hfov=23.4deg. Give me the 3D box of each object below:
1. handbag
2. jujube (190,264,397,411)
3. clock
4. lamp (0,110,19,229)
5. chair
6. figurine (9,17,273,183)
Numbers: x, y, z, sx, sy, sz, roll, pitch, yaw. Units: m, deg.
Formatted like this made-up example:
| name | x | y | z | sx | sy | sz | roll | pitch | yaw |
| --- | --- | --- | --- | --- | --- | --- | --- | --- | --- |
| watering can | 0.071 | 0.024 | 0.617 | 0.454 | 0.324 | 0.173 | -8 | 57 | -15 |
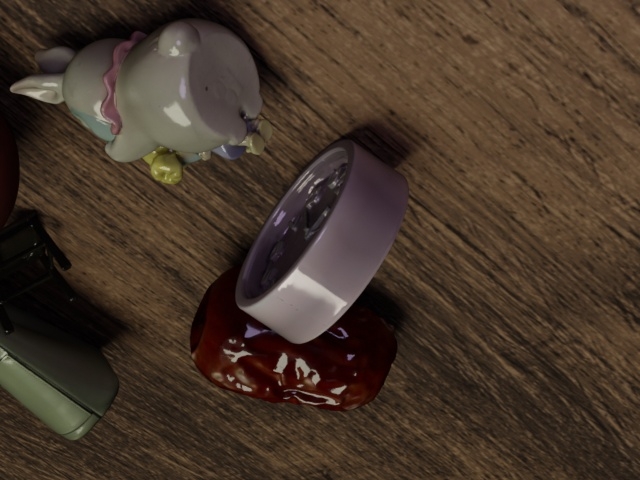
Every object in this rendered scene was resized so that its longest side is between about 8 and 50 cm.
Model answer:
| name | x | y | z | sx | sy | sz | roll | pitch | yaw |
| --- | --- | --- | --- | --- | --- | --- | --- | --- | --- |
| handbag | -0.401 | 0.107 | 1.933 | 0.315 | 0.109 | 0.241 | 44 | 175 | -23 |
| jujube | -0.031 | 0.113 | 1.727 | 0.230 | 0.155 | 0.155 | 20 | 147 | 0 |
| clock | 0.000 | 0.000 | 1.498 | 0.068 | 0.197 | 0.197 | 34 | 145 | -17 |
| lamp | -0.462 | -0.075 | 1.592 | 0.303 | 0.257 | 0.303 | 3 | -176 | 0 |
| chair | -0.388 | -0.002 | 1.846 | 0.212 | 0.101 | 0.084 | 50 | 157 | 27 |
| figurine | -0.173 | -0.135 | 1.482 | 0.235 | 0.127 | 0.155 | -2 | 151 | 40 |
